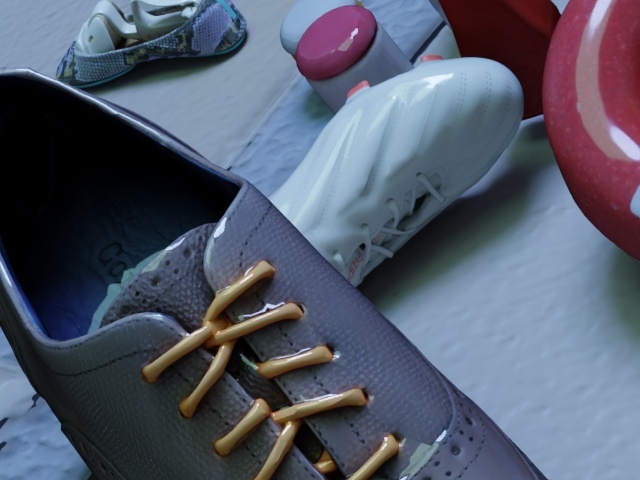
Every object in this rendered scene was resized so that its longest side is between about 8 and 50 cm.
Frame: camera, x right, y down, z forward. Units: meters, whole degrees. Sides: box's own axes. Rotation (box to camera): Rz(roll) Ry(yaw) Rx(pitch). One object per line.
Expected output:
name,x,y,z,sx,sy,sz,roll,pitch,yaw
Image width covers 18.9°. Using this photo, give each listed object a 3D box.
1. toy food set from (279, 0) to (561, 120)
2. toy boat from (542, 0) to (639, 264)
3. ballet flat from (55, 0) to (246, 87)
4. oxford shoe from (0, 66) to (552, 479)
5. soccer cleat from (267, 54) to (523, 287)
toy food set,0.063,-0.120,0.786,0.232,0.104,0.111,-16,42,33
toy boat,0.165,-0.057,0.621,0.151,0.151,0.231,-43,38,-13
ballet flat,-0.092,-0.106,0.962,0.114,0.041,0.041,-10,43,29
oxford shoe,-0.014,0.071,0.595,0.130,0.133,0.363,-42,51,-9
soccer cleat,0.000,0.000,0.758,0.196,0.068,0.076,-32,41,14
